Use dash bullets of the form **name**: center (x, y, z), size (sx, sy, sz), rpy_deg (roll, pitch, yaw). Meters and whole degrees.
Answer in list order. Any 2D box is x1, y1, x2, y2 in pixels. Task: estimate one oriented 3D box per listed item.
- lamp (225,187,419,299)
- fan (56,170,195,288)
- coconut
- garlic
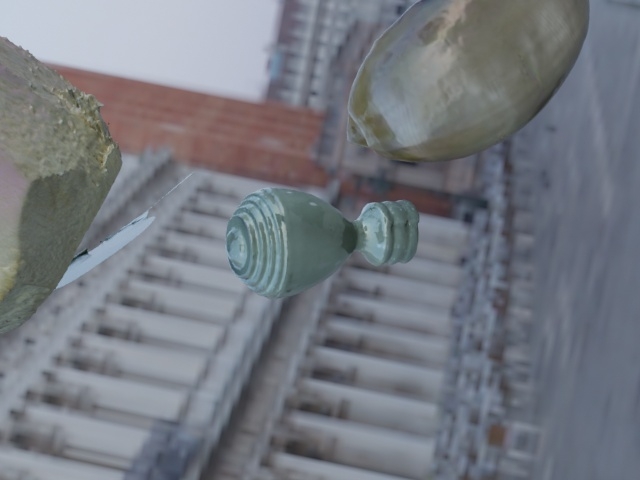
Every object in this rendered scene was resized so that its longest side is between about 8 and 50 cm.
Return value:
- **lamp**: center (0.000, 0.000, 1.740), size (0.106, 0.193, 0.106), rpy_deg (177, 90, -66)
- **fan**: center (-0.229, -0.011, 2.145), size (0.010, 0.182, 0.310), rpy_deg (58, -138, -11)
- **coconut**: center (-0.382, -0.082, 1.837), size (0.297, 0.309, 0.297), rpy_deg (-51, 17, 23)
- **garlic**: center (0.160, -0.216, 1.748), size (0.196, 0.151, 0.338), rpy_deg (-2, 42, 54)
